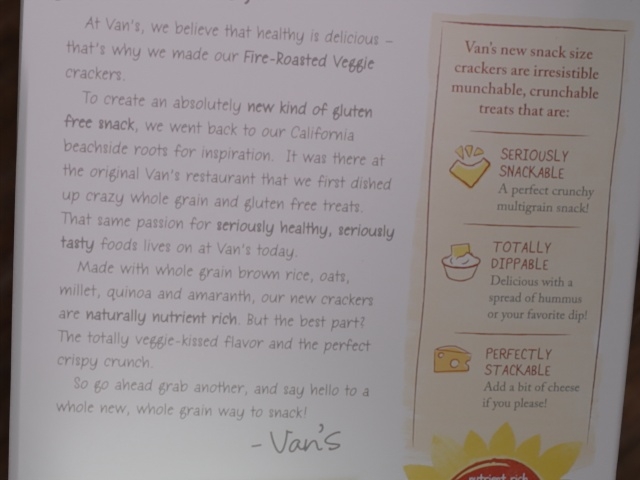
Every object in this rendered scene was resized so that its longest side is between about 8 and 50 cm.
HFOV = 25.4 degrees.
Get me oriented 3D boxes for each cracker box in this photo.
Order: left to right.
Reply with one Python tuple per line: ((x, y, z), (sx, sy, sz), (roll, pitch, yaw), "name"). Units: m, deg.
((0.000, 0.000, 0.373), (0.155, 0.067, 0.232), (3, 100, -8), "cracker box")
